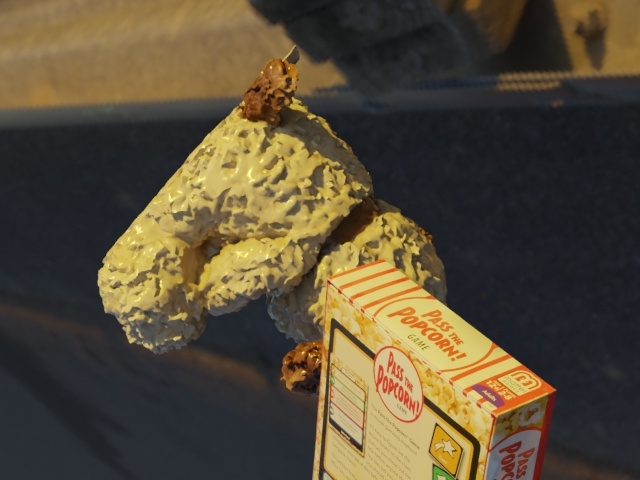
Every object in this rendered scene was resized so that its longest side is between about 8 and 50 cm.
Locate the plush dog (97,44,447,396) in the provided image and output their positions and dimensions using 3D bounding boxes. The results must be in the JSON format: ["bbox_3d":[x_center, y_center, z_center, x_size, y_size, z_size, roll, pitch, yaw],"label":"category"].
[{"bbox_3d":[0.000,0.000,1.056,0.225,0.262,0.210,41,128,-1],"label":"plush dog"}]

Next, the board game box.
[{"bbox_3d":[0.055,0.130,0.800,0.147,0.045,0.193,39,136,42],"label":"board game box"}]
